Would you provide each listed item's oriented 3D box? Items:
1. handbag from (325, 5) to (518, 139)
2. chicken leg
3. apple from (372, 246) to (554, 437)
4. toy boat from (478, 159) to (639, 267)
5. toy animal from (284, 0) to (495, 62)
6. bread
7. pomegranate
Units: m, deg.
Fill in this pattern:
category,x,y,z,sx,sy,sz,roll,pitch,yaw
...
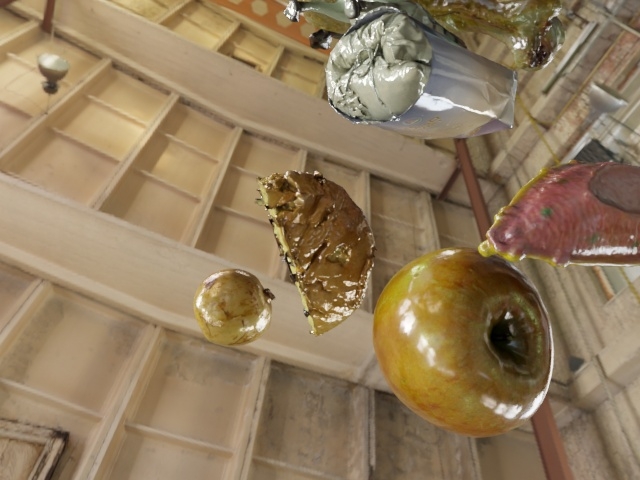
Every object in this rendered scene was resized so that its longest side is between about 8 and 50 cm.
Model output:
category,x,y,z,sx,sy,sz,roll,pitch,yaw
handbag,0.085,-0.139,0.465,0.117,0.095,0.173,3,-179,44
chicken leg,0.124,-0.337,0.678,0.361,0.211,0.140,14,-117,30
apple,0.176,0.126,0.685,0.237,0.207,0.237,7,-107,-24
toy boat,0.324,-0.029,0.591,0.318,0.099,0.141,-5,-118,-25
toy animal,0.068,-0.229,0.556,0.176,0.073,0.217,-11,-125,-41
bread,0.002,0.004,0.827,0.147,0.260,0.160,-22,-167,-5
pomegranate,-0.223,0.171,1.400,0.215,0.215,0.215,19,-144,-14
